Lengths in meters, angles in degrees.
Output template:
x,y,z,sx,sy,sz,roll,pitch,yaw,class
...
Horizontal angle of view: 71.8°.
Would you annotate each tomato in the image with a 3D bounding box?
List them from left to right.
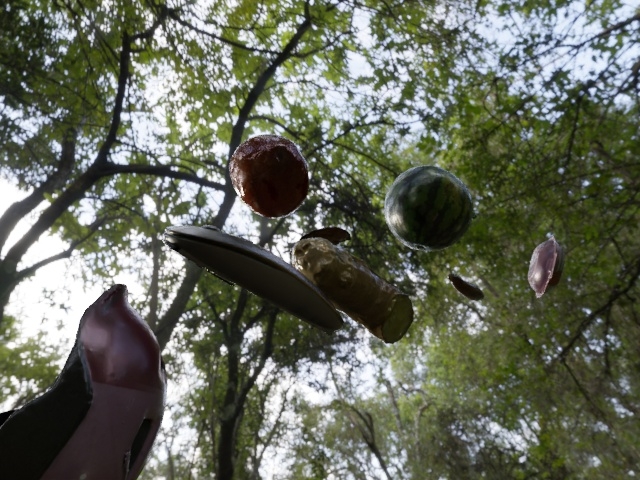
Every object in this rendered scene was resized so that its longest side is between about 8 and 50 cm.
x,y,z,sx,sy,sz,roll,pitch,yaw,class
-0.122,-0.184,1.156,0.201,0.232,0.140,-21,-8,-30,tomato

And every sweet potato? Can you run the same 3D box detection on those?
x,y,z,sx,sy,sz,roll,pitch,yaw,class
0.499,0.166,1.494,0.057,0.057,0.265,-42,-41,18,sweet potato

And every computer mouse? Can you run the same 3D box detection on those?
x,y,z,sx,sy,sz,roll,pitch,yaw,class
-0.094,0.049,0.692,0.311,0.158,0.071,31,-95,-18,computer mouse

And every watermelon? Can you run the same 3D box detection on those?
x,y,z,sx,sy,sz,roll,pitch,yaw,class
0.349,-0.105,1.443,0.285,0.285,0.285,-13,-44,-12,watermelon

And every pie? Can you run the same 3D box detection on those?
x,y,z,sx,sy,sz,roll,pitch,yaw,class
0.002,-0.002,1.269,0.191,0.033,0.088,-15,-41,-10,pie

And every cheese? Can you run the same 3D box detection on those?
x,y,z,sx,sy,sz,roll,pitch,yaw,class
0.662,0.081,1.317,0.286,0.074,0.188,29,-104,-73,cheese

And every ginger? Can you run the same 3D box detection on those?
x,y,z,sx,sy,sz,roll,pitch,yaw,class
0.075,0.108,0.934,0.354,0.190,0.126,39,-100,-22,ginger

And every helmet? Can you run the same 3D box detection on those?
x,y,z,sx,sy,sz,roll,pitch,yaw,class
-0.244,0.189,0.478,0.154,0.253,0.198,37,-53,-4,helmet

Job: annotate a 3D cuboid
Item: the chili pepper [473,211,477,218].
x,y,z,sx,sy,sz,roll,pitch,yaw,class
0.564,-0.094,1.644,0.027,0.083,0.022,21,-74,5,chili pepper
